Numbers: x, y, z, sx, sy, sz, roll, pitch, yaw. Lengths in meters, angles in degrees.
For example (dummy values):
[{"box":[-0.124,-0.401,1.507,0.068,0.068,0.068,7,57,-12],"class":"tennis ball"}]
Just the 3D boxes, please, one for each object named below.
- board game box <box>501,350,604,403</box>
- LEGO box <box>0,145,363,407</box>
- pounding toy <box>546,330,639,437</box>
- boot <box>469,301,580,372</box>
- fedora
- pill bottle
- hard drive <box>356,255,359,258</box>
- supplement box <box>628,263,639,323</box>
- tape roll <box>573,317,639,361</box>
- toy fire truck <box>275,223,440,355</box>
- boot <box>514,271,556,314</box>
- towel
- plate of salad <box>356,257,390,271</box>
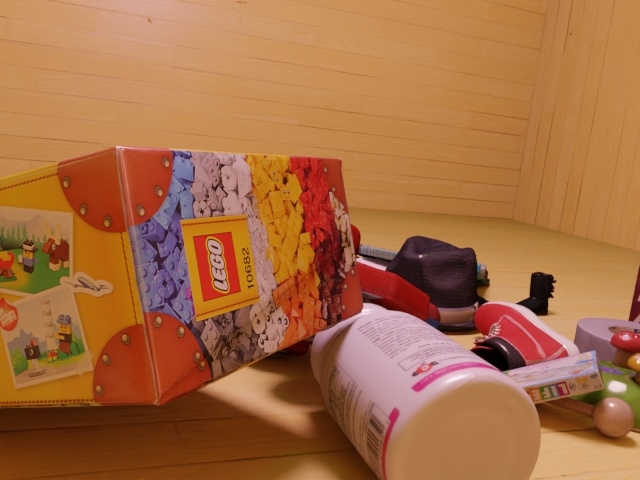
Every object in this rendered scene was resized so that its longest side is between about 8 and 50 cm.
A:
[{"box":[0.317,0.200,0.907,0.154,0.026,0.103,-19,-1,22],"class":"board game box"},{"box":[-0.258,0.043,0.716,0.500,0.193,0.372,-9,1,28],"class":"LEGO box"},{"box":[0.448,0.201,0.947,0.237,0.110,0.183,2,10,-30],"class":"pounding toy"},{"box":[0.304,0.171,1.123,0.176,0.088,0.244,1,14,-22],"class":"boot"},{"box":[0.240,0.077,1.386,0.334,0.152,0.334,9,11,-2],"class":"fedora"},{"box":[0.095,0.172,0.713,0.160,0.160,0.283,3,10,-20],"class":"pill bottle"},{"box":[-0.065,0.022,1.882,0.233,0.047,0.353,3,9,-23],"class":"hard drive"},{"box":[0.727,0.131,1.317,0.129,0.194,0.191,13,11,33],"class":"supplement box"},{"box":[0.568,0.203,1.139,0.219,0.072,0.219,7,8,-1],"class":"tape roll"},{"box":[0.041,0.095,0.984,0.254,0.169,0.302,17,-22,-22],"class":"toy fire truck"},{"box":[0.497,0.124,1.490,0.121,0.099,0.045,1,9,-31],"class":"boot"},{"box":[0.268,0.057,1.723,0.370,0.040,0.271,12,-4,18],"class":"towel"},{"box":[0.155,0.090,1.622,0.200,0.048,0.200,15,15,-4],"class":"plate of salad"}]
